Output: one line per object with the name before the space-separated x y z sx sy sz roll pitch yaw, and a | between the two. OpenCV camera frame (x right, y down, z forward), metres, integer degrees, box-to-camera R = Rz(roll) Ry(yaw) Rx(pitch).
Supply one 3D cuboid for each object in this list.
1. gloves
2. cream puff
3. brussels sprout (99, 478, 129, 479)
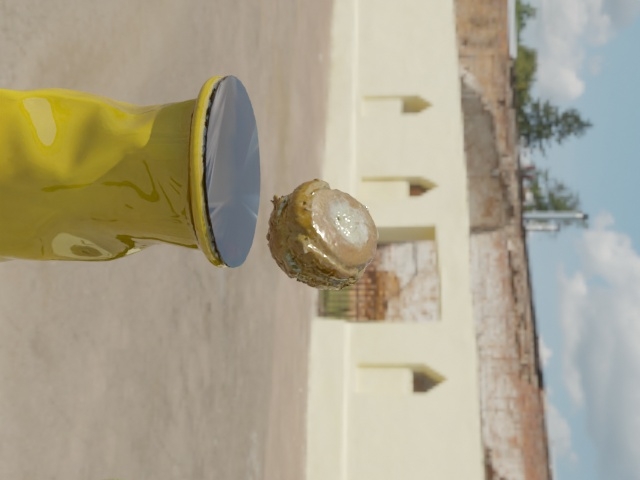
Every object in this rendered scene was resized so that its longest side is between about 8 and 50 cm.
gloves | -0.195 -0.044 0.611 0.116 0.294 0.133 -48 137 -74
cream puff | -0.003 -0.001 1.136 0.144 0.103 0.126 16 56 -39
brussels sprout | -0.256 0.424 1.276 0.210 0.271 0.219 18 -72 48
